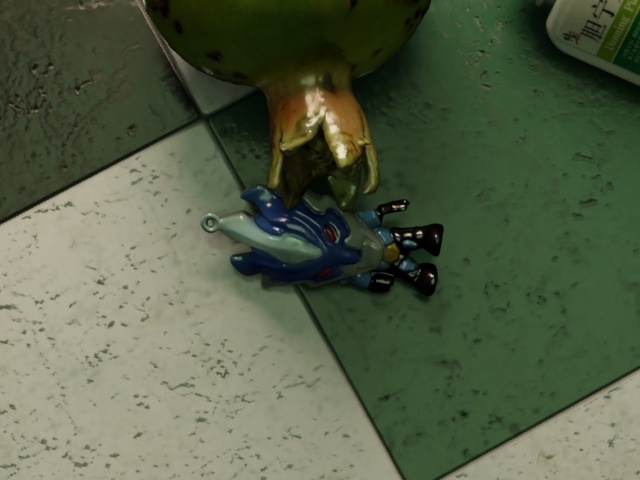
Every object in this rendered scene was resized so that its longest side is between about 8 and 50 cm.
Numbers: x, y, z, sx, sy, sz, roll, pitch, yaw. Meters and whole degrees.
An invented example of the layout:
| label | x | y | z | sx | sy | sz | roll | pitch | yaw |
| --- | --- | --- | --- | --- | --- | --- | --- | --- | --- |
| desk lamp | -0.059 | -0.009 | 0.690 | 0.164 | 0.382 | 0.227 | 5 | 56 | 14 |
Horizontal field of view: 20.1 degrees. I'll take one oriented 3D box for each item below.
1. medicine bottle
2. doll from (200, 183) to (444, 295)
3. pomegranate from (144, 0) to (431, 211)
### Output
| label | x | y | z | sx | sy | sz | roll | pitch | yaw |
| --- | --- | --- | --- | --- | --- | --- | --- | --- | --- |
| medicine bottle | 0.241 | -0.198 | 1.456 | 0.183 | 0.119 | 0.069 | 25 | 44 | 4 |
| doll | 0.000 | 0.000 | 1.447 | 0.195 | 0.070 | 0.096 | 9 | 111 | -3 |
| pomegranate | -0.035 | -0.183 | 1.394 | 0.231 | 0.231 | 0.286 | 14 | 70 | 1 |
